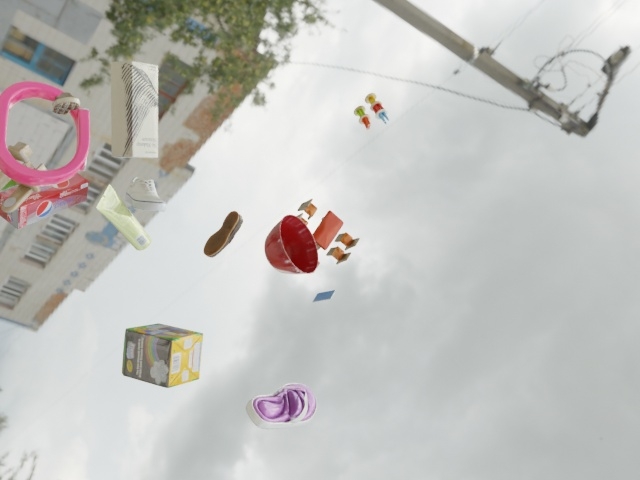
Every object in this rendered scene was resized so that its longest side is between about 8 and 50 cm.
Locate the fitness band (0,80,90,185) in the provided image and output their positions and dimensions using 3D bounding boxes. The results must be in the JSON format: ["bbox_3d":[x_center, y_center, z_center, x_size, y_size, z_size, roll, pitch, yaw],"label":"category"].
[{"bbox_3d":[-0.647,-0.251,1.556,0.054,0.209,0.291,-49,-137,48],"label":"fitness band"}]

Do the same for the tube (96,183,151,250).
[{"bbox_3d":[-0.608,-0.063,2.067,0.062,0.240,0.070,-31,-131,-3],"label":"tube"}]

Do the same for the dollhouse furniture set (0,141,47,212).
[{"bbox_3d":[-0.901,-0.256,1.651,0.303,0.356,0.174,17,-123,24],"label":"dollhouse furniture set"}]

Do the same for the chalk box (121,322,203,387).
[{"bbox_3d":[-0.442,0.302,1.802,0.213,0.132,0.133,8,-85,30],"label":"chalk box"}]

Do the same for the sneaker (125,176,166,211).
[{"bbox_3d":[-0.557,-0.149,2.114,0.258,0.094,0.091,21,-76,52],"label":"sneaker"}]

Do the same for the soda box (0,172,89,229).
[{"bbox_3d":[-0.842,-0.133,2.044,0.263,0.092,0.083,-36,154,-51],"label":"soda box"}]

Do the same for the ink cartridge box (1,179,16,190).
[{"bbox_3d":[-1.069,-0.169,1.997,0.255,0.189,0.097,-14,-137,26],"label":"ink cartridge box"}]

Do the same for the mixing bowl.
[{"bbox_3d":[-0.097,0.027,1.918,0.098,0.181,0.181,-24,-136,28],"label":"mixing bowl"}]

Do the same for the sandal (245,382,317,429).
[{"bbox_3d":[-0.110,0.598,2.448,0.102,0.416,0.169,-45,-108,21],"label":"sandal"}]

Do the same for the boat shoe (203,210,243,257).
[{"bbox_3d":[-0.366,-0.015,2.567,0.073,0.073,0.207,33,-102,24],"label":"boat shoe"}]

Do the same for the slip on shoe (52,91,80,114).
[{"bbox_3d":[-0.581,-0.319,1.527,0.135,0.051,0.041,-1,-97,60],"label":"slip on shoe"}]

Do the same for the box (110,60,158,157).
[{"bbox_3d":[-0.545,-0.381,1.964,0.094,0.113,0.275,6,-80,31],"label":"box"}]

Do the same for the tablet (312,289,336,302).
[{"bbox_3d":[0.013,0.202,2.421,0.083,0.006,0.054,-13,-152,34],"label":"tablet"}]

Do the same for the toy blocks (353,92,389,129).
[{"bbox_3d":[0.205,-0.489,2.628,0.123,0.054,0.148,-47,-128,28],"label":"toy blocks"}]

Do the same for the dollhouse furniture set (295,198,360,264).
[{"bbox_3d":[0.000,0.000,2.593,0.259,0.262,0.135,-57,-165,-26],"label":"dollhouse furniture set"}]
